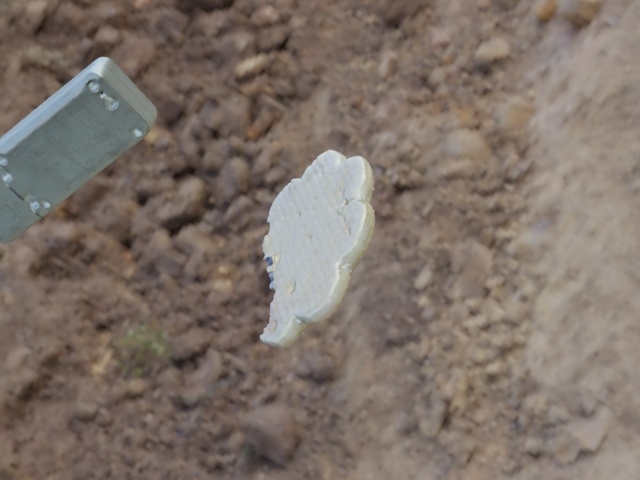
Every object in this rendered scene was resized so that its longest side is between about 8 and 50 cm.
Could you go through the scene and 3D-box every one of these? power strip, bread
[{"bbox_3d":[-0.306,-0.080,1.513,0.288,0.093,0.053,-34,21,23],"label":"power strip"},{"bbox_3d":[0.000,0.000,1.548,0.182,0.039,0.251,-39,32,30],"label":"bread"}]
